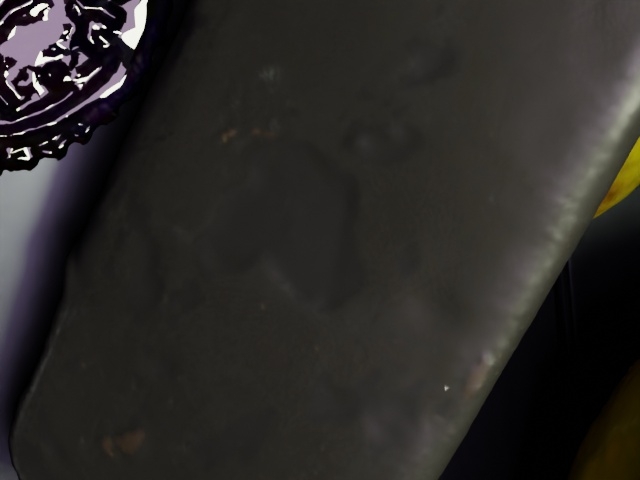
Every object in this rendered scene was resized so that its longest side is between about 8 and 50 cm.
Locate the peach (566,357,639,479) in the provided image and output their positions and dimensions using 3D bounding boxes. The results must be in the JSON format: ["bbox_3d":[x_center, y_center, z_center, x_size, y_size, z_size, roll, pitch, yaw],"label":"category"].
[{"bbox_3d":[0.298,0.184,0.747,0.372,0.290,0.373,-4,109,-11],"label":"peach"}]

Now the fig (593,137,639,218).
[{"bbox_3d":[0.089,-0.066,0.683,0.153,0.121,0.136,1,109,-18],"label":"fig"}]

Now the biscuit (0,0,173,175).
[{"bbox_3d":[-0.150,-0.116,0.616,0.194,0.053,0.195,-6,108,-18],"label":"biscuit"}]

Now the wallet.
[{"bbox_3d":[0.000,0.000,0.638,0.197,0.051,0.378,30,108,8],"label":"wallet"}]
